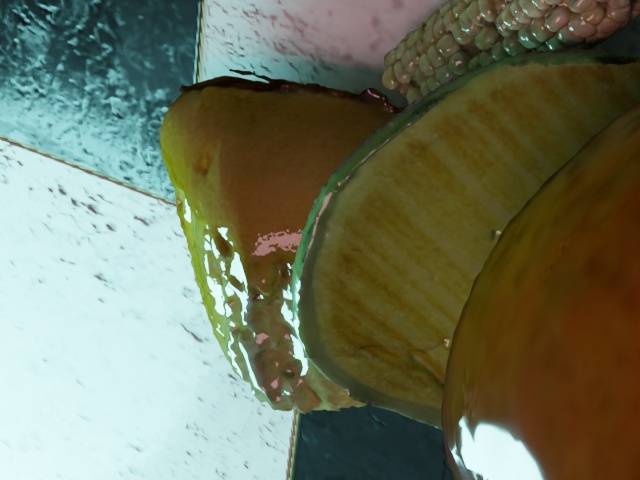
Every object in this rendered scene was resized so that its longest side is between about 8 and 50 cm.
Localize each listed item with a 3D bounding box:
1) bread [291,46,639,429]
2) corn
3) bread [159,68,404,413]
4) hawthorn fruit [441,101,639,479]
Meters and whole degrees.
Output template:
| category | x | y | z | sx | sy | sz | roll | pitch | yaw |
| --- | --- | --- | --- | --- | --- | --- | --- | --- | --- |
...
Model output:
| category | x | y | z | sx | sy | sz | roll | pitch | yaw |
| --- | --- | --- | --- | --- | --- | --- | --- | --- | --- |
| bread | 0.125 | -0.001 | 1.210 | 0.301 | 0.045 | 0.301 | -11 | 132 | -13 |
| corn | 0.113 | -0.126 | 1.193 | 0.087 | 0.087 | 0.211 | 44 | 134 | -8 |
| bread | 0.000 | 0.000 | 1.307 | 0.262 | 0.162 | 0.204 | 9 | 130 | 25 |
| hawthorn fruit | 0.304 | 0.078 | 1.032 | 0.471 | 0.472 | 0.472 | 16 | 132 | 19 |
